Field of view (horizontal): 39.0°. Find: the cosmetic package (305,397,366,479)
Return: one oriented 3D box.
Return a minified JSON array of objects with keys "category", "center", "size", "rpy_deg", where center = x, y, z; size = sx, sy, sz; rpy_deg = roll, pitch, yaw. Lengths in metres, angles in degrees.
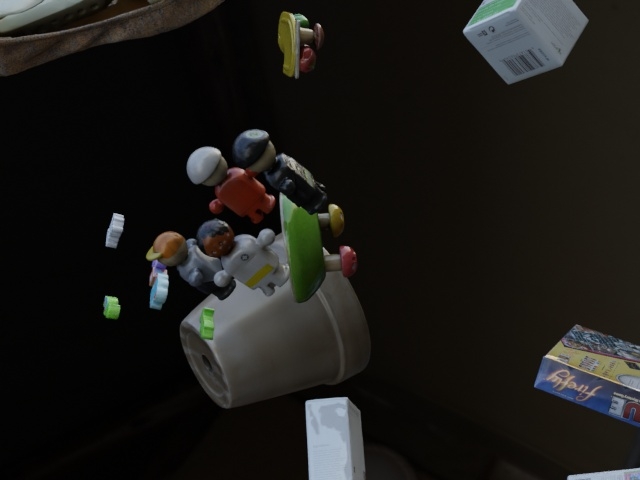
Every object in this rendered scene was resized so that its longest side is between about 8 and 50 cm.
[{"category":"cosmetic package","center":[0.031,0.404,1.600],"size":[0.117,0.085,0.231],"rpy_deg":[56,-152,-63]}]

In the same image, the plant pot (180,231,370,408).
[{"category":"plant pot","center":[-0.109,0.177,1.764],"size":[0.280,0.323,0.323],"rpy_deg":[-26,-40,-26]}]

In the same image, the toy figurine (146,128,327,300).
[{"category":"toy figurine","center":[-0.120,-0.033,1.237],"size":[0.148,0.213,0.210],"rpy_deg":[37,-113,-29]}]

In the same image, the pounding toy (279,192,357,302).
[{"category":"pounding toy","center":[0.000,0.000,1.487],"size":[0.237,0.110,0.183],"rpy_deg":[-89,-9,-80]}]

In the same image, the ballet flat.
[{"category":"ballet flat","center":[-0.216,-0.253,0.907],"size":[0.316,0.108,0.106],"rpy_deg":[-27,-14,-11]}]

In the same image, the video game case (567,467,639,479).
[{"category":"video game case","center":[0.435,0.384,1.233],"size":[0.212,0.193,0.023],"rpy_deg":[-57,-49,-62]}]

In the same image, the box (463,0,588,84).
[{"category":"box","center":[0.261,-0.272,1.149],"size":[0.102,0.101,0.087],"rpy_deg":[44,-115,-20]}]

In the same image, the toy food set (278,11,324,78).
[{"category":"toy food set","center":[-0.035,-0.399,1.844],"size":[0.218,0.071,0.128],"rpy_deg":[-126,34,-67]}]

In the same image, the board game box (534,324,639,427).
[{"category":"board game box","center":[0.377,0.170,1.141],"size":[0.243,0.165,0.042],"rpy_deg":[-10,-63,-65]}]

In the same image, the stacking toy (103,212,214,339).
[{"category":"stacking toy","center":[-0.248,0.053,1.406],"size":[0.221,0.166,0.052],"rpy_deg":[-102,32,-48]}]
